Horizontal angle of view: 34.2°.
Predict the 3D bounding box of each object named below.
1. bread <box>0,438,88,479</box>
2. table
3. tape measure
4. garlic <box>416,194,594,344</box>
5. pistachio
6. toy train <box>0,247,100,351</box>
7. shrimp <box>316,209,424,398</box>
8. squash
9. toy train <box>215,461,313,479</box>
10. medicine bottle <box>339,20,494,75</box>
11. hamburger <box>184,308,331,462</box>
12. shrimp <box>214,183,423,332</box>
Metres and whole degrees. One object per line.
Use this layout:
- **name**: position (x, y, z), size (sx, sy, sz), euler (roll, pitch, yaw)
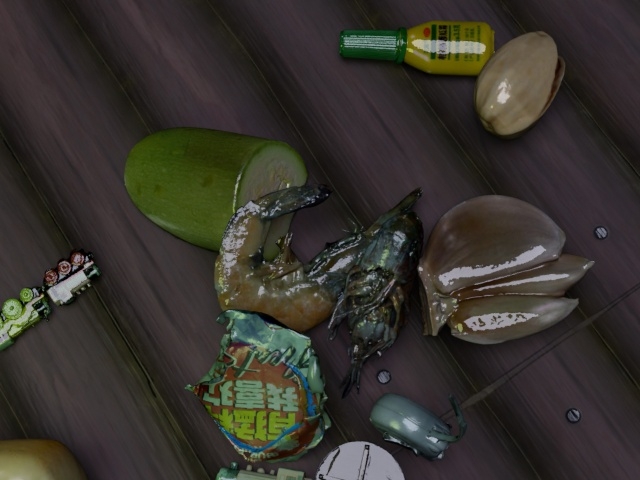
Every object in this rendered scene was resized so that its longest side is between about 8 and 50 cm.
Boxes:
- **bread**: position (-0.569, 0.522, 1.769), size (0.376, 0.253, 0.348), euler (-12, 80, 1)
- **table**: position (0.067, 0.421, 1.778), size (0.167, 0.227, 0.167), euler (-1, 76, 2)
- **tape measure**: position (0.160, 0.307, 1.751), size (0.164, 0.330, 0.084), euler (22, 75, 10)
- **garlic**: position (0.321, 0.051, 1.914), size (0.325, 0.132, 0.279), euler (-17, 75, 1)
- **pistachio**: position (0.382, -0.298, 1.992), size (0.157, 0.157, 0.229), euler (31, 72, 10)
- **toy train**: position (-0.529, 0.109, 1.984), size (0.249, 0.053, 0.085), euler (-37, 84, -7)
- **shrimp**: position (0.077, 0.110, 1.876), size (0.172, 0.137, 0.372), euler (27, 96, 16)
- **squash**: position (-0.225, -0.105, 2.021), size (0.308, 0.210, 0.234), euler (10, 75, 35)
- **toy train**: position (-0.110, 0.463, 1.857), size (0.194, 0.081, 0.125), euler (9, 65, 8)
- **medicine bottle**: position (0.190, -0.385, 2.067), size (0.308, 0.076, 0.111), euler (2, 74, 5)
- **hamburger**: position (-0.083, 0.249, 1.861), size (0.260, 0.150, 0.276), euler (33, 115, 12)
- **shrimp**: position (0.000, 0.000, 1.929), size (0.445, 0.085, 0.272), euler (-31, 107, -11)
